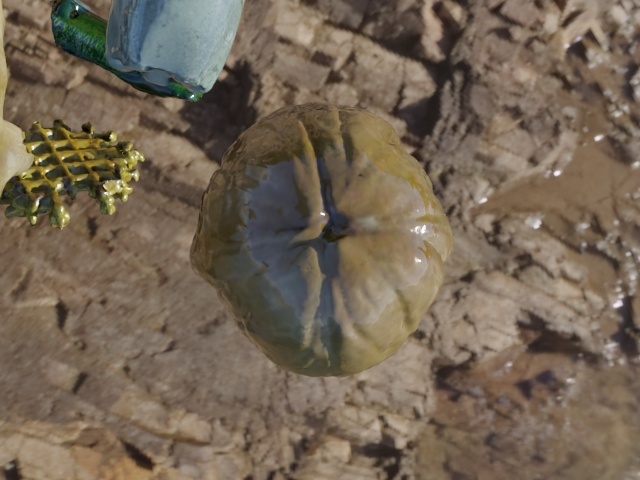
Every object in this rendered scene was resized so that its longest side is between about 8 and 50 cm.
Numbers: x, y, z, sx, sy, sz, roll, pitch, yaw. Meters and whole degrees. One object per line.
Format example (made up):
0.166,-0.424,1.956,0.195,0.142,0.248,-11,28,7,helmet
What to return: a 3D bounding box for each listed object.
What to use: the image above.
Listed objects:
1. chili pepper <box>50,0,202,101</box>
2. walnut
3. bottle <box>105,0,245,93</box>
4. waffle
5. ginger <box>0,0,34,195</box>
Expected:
-0.238,-0.226,1.289,0.216,0.108,0.062,31,96,6,chili pepper
0.002,0.000,1.101,0.252,0.313,0.277,-37,85,-4,walnut
-0.069,-0.232,0.672,0.083,0.083,0.269,15,92,-24,bottle
-0.373,-0.101,1.481,0.229,0.051,0.231,12,37,8,waffle
-0.193,-0.129,0.462,0.131,0.086,0.294,-14,99,-59,ginger
